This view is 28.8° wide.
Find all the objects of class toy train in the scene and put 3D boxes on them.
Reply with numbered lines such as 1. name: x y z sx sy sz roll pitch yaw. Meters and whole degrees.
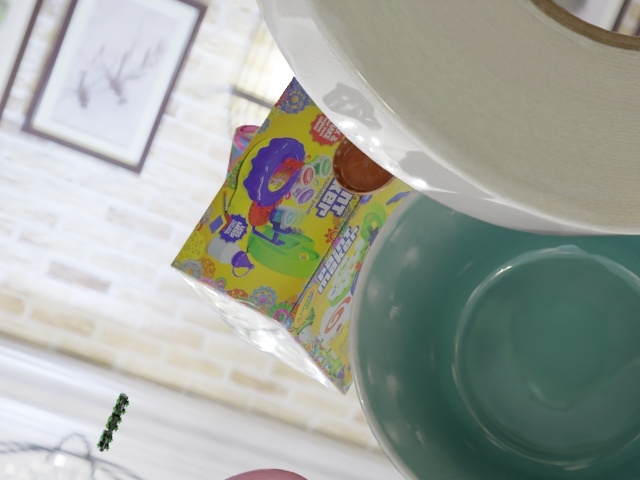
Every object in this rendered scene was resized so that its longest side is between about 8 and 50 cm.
1. toy train: -0.256 0.224 1.539 0.017 0.083 0.024 21 -163 -15

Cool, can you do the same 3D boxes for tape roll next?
1. tape roll: 0.143 -0.194 0.632 0.392 0.392 0.072 19 173 -19

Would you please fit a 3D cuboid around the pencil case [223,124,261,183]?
1. pencil case: -0.093 -0.047 1.758 0.104 0.236 0.104 14 -160 -5

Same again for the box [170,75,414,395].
1. box: 0.000 0.000 1.595 0.177 0.290 0.279 26 165 25

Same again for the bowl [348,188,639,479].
1. bowl: 0.189 0.083 0.989 0.311 0.312 0.163 25 175 16

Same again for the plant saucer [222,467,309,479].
1. plant saucer: -0.088 0.376 1.165 0.084 0.332 0.332 42 179 -28

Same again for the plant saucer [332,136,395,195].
1. plant saucer: 0.054 -0.088 1.394 0.083 0.083 0.013 28 172 31
